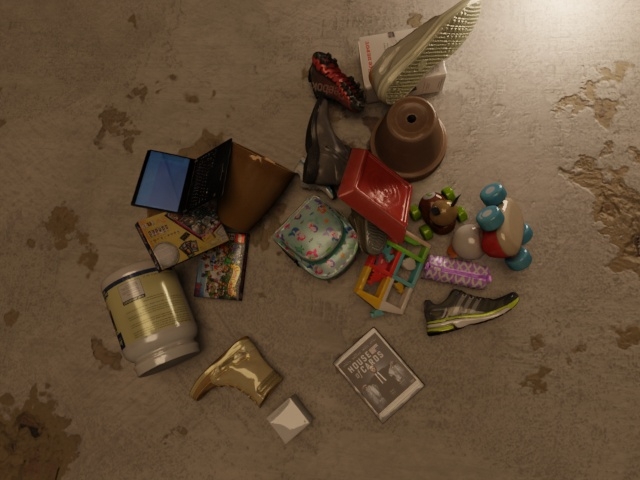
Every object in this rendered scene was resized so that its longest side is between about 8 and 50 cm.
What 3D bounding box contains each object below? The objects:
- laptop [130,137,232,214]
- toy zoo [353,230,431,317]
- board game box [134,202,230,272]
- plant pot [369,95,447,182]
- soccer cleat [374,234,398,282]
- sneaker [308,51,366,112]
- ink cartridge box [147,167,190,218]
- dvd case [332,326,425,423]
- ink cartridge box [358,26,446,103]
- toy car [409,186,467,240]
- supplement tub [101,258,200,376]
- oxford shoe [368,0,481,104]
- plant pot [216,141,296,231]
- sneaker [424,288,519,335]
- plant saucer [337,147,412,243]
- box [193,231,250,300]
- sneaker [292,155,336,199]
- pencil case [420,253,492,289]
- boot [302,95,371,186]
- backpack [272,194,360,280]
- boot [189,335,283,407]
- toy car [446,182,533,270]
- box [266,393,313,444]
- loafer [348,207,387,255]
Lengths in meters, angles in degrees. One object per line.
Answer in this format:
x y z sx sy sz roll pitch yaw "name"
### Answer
-0.421 -0.213 1.404 0.264 0.137 0.234 -21 52 31 "laptop"
0.222 0.107 1.442 0.192 0.030 0.293 28 82 -25 "toy zoo"
-0.427 -0.024 1.430 0.243 0.042 0.165 -27 92 -37 "board game box"
0.284 -0.344 1.473 0.263 0.229 0.262 -2 80 9 "plant pot"
0.209 0.014 1.500 0.083 0.095 0.247 5 93 -28 "soccer cleat"
0.050 -0.526 1.590 0.276 0.098 0.135 52 133 18 "sneaker"
-0.508 -0.101 1.549 0.088 0.193 0.234 -9 79 5 "ink cartridge box"
0.182 0.422 1.442 0.179 0.029 0.238 -41 78 -2 "dvd case"
0.276 -0.609 1.581 0.273 0.115 0.198 -8 78 5 "ink cartridge box"
0.376 -0.100 1.433 0.155 0.188 0.148 -28 77 1 "toy car"
-0.537 0.246 1.465 0.236 0.235 0.324 -26 77 2 "supplement tub"
0.324 -0.619 1.445 0.449 0.169 0.130 -42 60 -1 "oxford shoe"
-0.242 -0.165 1.525 0.237 0.237 0.254 28 97 12 "plant pot"
0.460 0.201 1.410 0.300 0.111 0.121 -16 74 2 "sneaker"
0.189 -0.154 1.416 0.259 0.048 0.258 35 44 -17 "plant saucer"
-0.337 0.084 1.567 0.159 0.044 0.233 4 80 9 "box"
-0.023 -0.198 1.575 0.083 0.071 0.190 -45 72 8 "sneaker"
0.426 0.098 1.441 0.206 0.088 0.086 10 79 8 "pencil case"
0.063 -0.317 1.548 0.223 0.118 0.338 8 72 -10 "boot"
0.000 0.000 1.474 0.253 0.191 0.225 44 87 8 "backpack"
-0.269 0.466 1.463 0.262 0.095 0.203 -44 78 -6 "boot"
0.498 -0.020 1.426 0.238 0.219 0.210 -20 33 41 "toy car"
-0.094 0.555 1.422 0.101 0.087 0.102 -41 77 -1 "box"
0.140 -0.056 1.411 0.087 0.094 0.251 -35 45 40 "loafer"
